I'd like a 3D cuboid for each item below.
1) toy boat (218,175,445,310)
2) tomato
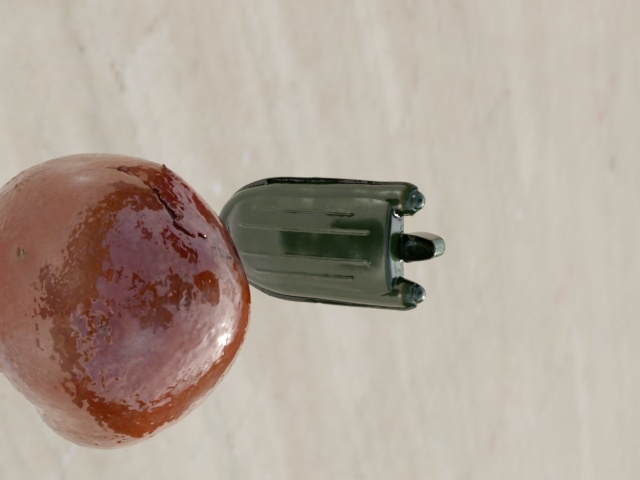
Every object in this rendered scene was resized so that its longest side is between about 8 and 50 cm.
[{"bbox_3d":[0.000,0.000,1.339,0.052,0.210,0.104,-17,107,-56],"label":"toy boat"},{"bbox_3d":[-0.147,0.036,1.166,0.184,0.208,0.208,-37,144,-5],"label":"tomato"}]
